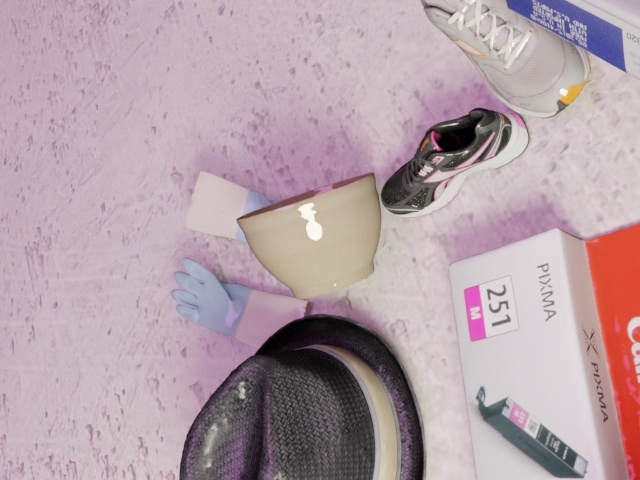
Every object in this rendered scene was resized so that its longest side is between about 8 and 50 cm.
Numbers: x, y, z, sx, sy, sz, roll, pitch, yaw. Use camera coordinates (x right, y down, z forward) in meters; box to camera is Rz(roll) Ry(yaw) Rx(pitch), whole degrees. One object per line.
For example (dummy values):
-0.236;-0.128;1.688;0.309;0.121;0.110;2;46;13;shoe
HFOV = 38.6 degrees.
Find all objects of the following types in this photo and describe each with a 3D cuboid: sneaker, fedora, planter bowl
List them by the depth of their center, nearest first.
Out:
0.165;-0.224;0.944;0.099;0.121;0.262;-52;48;20;sneaker
0.126;-0.091;0.972;0.178;0.077;0.072;-37;54;31;sneaker
-0.045;0.238;0.975;0.334;0.153;0.333;-11;73;39;fedora
0.000;0.000;1.025;0.162;0.162;0.109;-14;99;41;planter bowl

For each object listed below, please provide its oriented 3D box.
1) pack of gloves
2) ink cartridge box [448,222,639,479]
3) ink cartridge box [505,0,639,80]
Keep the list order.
-0.088;0.030;1.176;0.232;0.046;0.195;18;91;35;pack of gloves
0.242;0.120;0.812;0.239;0.060;0.275;-22;63;39;ink cartridge box
0.355;-0.216;0.645;0.330;0.071;0.324;-36;47;-9;ink cartridge box
